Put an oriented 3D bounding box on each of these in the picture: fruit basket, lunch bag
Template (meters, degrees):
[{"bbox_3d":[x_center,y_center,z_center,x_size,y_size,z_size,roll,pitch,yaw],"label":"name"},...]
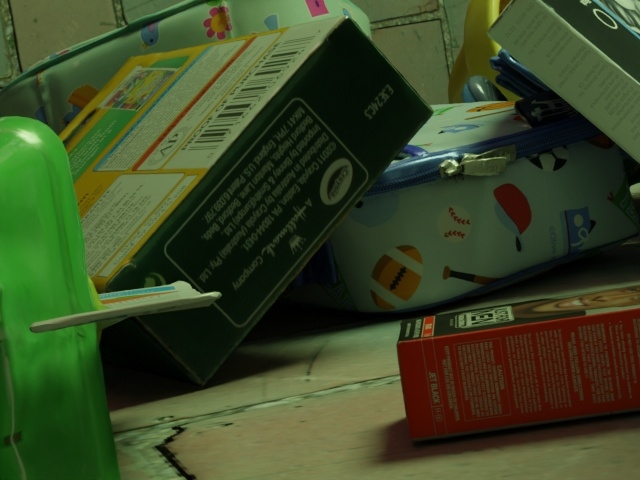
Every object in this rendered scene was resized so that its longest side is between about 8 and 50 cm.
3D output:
[{"bbox_3d":[-0.207,0.036,0.705,0.327,0.165,0.353,-10,7,-5],"label":"fruit basket"},{"bbox_3d":[0.048,-0.023,1.196,0.243,0.115,0.303,-15,7,-29],"label":"lunch bag"},{"bbox_3d":[-0.084,-0.099,1.379,0.279,0.108,0.224,-19,-14,17],"label":"lunch bag"}]

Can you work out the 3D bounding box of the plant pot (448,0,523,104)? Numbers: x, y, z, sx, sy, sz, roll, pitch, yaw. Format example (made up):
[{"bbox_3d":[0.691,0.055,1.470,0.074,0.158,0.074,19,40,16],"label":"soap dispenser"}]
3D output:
[{"bbox_3d":[0.250,-0.184,1.905,0.254,0.254,0.239,-11,-10,-20],"label":"plant pot"}]

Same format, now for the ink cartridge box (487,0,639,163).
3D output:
[{"bbox_3d":[0.218,-0.097,1.151,0.045,0.208,0.206,-49,-3,26],"label":"ink cartridge box"}]

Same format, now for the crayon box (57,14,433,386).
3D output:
[{"bbox_3d":[-0.093,-0.026,1.084,0.203,0.083,0.323,-50,22,-17],"label":"crayon box"}]

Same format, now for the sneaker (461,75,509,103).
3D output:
[{"bbox_3d":[0.129,-0.057,1.345,0.059,0.144,0.053,-17,33,17],"label":"sneaker"}]

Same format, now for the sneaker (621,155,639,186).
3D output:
[{"bbox_3d":[0.198,-0.064,1.523,0.123,0.109,0.295,13,-5,-21],"label":"sneaker"}]

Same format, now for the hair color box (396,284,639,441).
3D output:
[{"bbox_3d":[0.104,0.047,0.739,0.141,0.043,0.072,-8,5,4],"label":"hair color box"}]

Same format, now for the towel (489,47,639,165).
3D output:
[{"bbox_3d":[0.313,-0.108,1.385,0.243,0.040,0.336,35,32,31],"label":"towel"}]
